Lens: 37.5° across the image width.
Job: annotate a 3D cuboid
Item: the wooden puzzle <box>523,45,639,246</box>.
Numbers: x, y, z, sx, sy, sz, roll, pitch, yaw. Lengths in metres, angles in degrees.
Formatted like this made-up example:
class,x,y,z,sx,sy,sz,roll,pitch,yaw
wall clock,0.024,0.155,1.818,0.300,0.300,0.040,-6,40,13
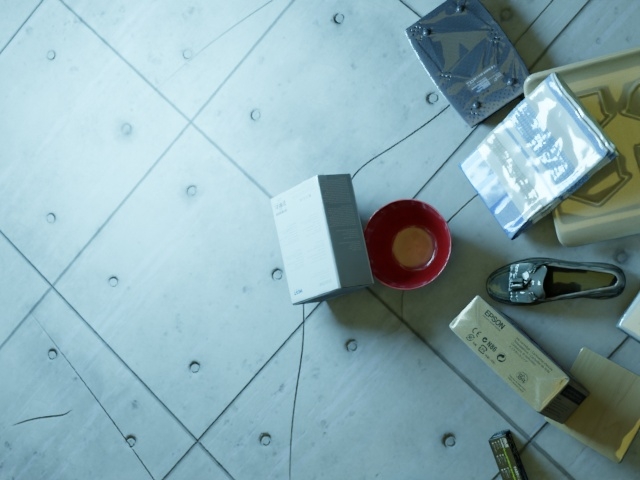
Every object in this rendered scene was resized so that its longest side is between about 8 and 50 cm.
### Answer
class,x,y,z,sx,sy,sz,roll,pitch,yaw
wooden puzzle,0.587,-0.185,1.824,0.322,0.080,0.347,-13,86,15

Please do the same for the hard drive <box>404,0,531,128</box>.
class,x,y,z,sx,sy,sz,roll,pitch,yaw
hard drive,0.305,-0.369,1.927,0.172,0.054,0.254,-34,77,10

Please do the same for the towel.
class,x,y,z,sx,sy,sz,roll,pitch,yaw
towel,0.412,-0.160,1.822,0.285,0.034,0.209,-45,65,33

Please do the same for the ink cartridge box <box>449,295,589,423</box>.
class,x,y,z,sx,sy,sz,roll,pitch,yaw
ink cartridge box,0.372,0.223,1.755,0.088,0.193,0.235,-49,60,6

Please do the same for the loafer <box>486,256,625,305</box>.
class,x,y,z,sx,sy,sz,roll,pitch,yaw
loafer,0.453,0.076,1.828,0.268,0.084,0.096,-4,84,15

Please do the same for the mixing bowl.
class,x,y,z,sx,sy,sz,roll,pitch,yaw
mixing bowl,0.181,0.012,1.904,0.181,0.098,0.181,-2,84,16

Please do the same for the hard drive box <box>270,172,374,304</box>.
class,x,y,z,sx,sy,sz,roll,pitch,yaw
hard drive box,0.000,0.000,1.915,0.181,0.089,0.232,-22,76,53

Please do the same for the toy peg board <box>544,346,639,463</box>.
class,x,y,z,sx,sy,sz,roll,pitch,yaw
toy peg board,0.543,0.314,1.797,0.161,0.079,0.161,29,93,32

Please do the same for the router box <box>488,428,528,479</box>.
class,x,y,z,sx,sy,sz,roll,pitch,yaw
router box,0.365,0.431,1.817,0.038,0.092,0.122,-21,80,13

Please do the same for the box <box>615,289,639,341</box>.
class,x,y,z,sx,sy,sz,roll,pitch,yaw
box,0.641,0.117,1.721,0.119,0.181,0.182,35,94,15
